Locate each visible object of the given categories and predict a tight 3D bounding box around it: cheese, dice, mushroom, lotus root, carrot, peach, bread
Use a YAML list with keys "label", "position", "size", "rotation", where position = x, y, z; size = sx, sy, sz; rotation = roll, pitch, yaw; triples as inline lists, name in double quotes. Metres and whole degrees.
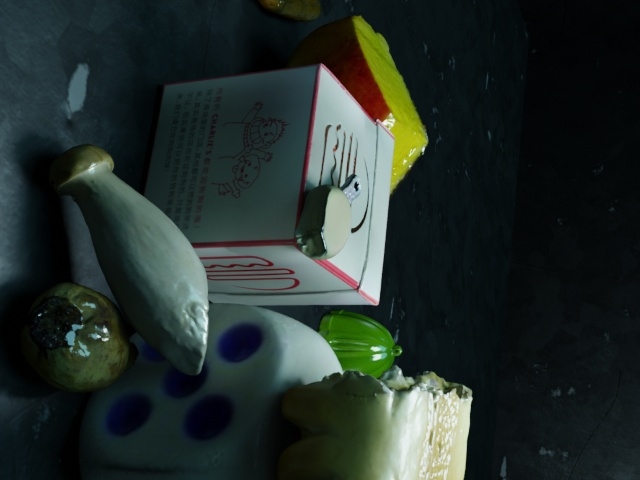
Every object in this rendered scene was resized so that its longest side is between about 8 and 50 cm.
- label: "cheese"
  position: [0.016, -0.046, 1.430]
  size: [0.092, 0.047, 0.171]
  rotation: [61, 41, -44]
- label: "dice"
  position: [-0.147, 0.279, 1.461]
  size: [0.277, 0.304, 0.304]
  rotation: [66, 32, -42]
- label: "mushroom"
  position: [-0.244, 0.023, 1.351]
  size: [0.350, 0.128, 0.128]
  rotation: [55, 27, 2]
- label: "lotus root"
  position: [-0.314, 0.138, 1.325]
  size: [0.214, 0.138, 0.138]
  rotation: [52, 43, -58]
- label: "carrot"
  position: [-0.070, -0.475, 1.999]
  size: [0.248, 0.059, 0.059]
  rotation: [-10, 97, -62]
- label: "lotus root"
  position: [0.099, 0.238, 2.172]
  size: [0.186, 0.186, 0.186]
  rotation: [-2, 90, -66]
- label: "peach"
  position: [0.032, -0.217, 1.915]
  size: [0.242, 0.306, 0.380]
  rotation: [11, 56, -52]
- label: "bread"
  position: [0.058, 0.293, 1.315]
  size: [0.315, 0.211, 0.270]
  rotation: [13, 85, -57]

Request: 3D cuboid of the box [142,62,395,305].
- label: "box"
  position: [-0.082, -0.078, 1.626]
  size: [0.300, 0.312, 0.314]
  rotation: [37, 56, -57]
